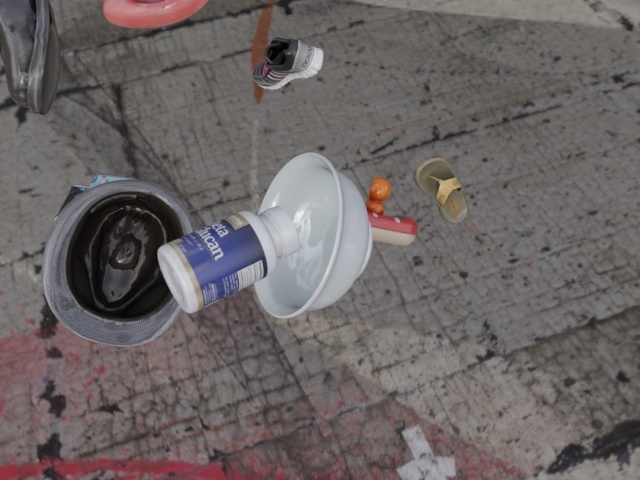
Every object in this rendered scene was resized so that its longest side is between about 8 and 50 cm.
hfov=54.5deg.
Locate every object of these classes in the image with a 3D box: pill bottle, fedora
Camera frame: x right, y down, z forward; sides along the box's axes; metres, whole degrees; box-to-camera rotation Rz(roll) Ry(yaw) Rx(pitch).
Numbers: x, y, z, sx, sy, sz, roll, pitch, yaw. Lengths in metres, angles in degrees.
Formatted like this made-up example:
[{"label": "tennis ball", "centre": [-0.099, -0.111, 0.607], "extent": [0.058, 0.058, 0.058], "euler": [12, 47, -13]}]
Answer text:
[{"label": "pill bottle", "centre": [-0.116, 0.018, 0.809], "extent": [0.169, 0.094, 0.094], "euler": [-26, 52, -24]}, {"label": "fedora", "centre": [-0.331, 0.037, 1.046], "extent": [0.243, 0.124, 0.276], "euler": [12, 79, -20]}]

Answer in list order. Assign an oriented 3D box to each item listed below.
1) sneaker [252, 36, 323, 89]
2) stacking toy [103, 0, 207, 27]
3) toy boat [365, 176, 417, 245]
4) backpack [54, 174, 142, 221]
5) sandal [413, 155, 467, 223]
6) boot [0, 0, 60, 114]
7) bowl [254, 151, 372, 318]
[{"label": "sneaker", "centre": [-0.072, -0.303, 1.045], "extent": [0.170, 0.074, 0.063], "euler": [4, 76, 50]}, {"label": "stacking toy", "centre": [-0.235, -0.446, 0.841], "extent": [0.279, 0.130, 0.309], "euler": [15, 63, 22]}, {"label": "toy boat", "centre": [0.126, -0.077, 1.481], "extent": [0.230, 0.151, 0.151], "euler": [10, 3, -26]}, {"label": "backpack", "centre": [-0.456, -0.031, 1.470], "extent": [0.253, 0.225, 0.191], "euler": [11, 57, 18]}, {"label": "sandal", "centre": [0.238, -0.091, 1.172], "extent": [0.072, 0.180, 0.049], "euler": [-42, 38, -2]}, {"label": "boot", "centre": [-0.358, -0.223, 0.536], "extent": [0.228, 0.091, 0.263], "euler": [-11, 81, -19]}, {"label": "bowl", "centre": [0.000, 0.000, 1.133], "extent": [0.134, 0.298, 0.298], "euler": [12, 40, -33]}]
